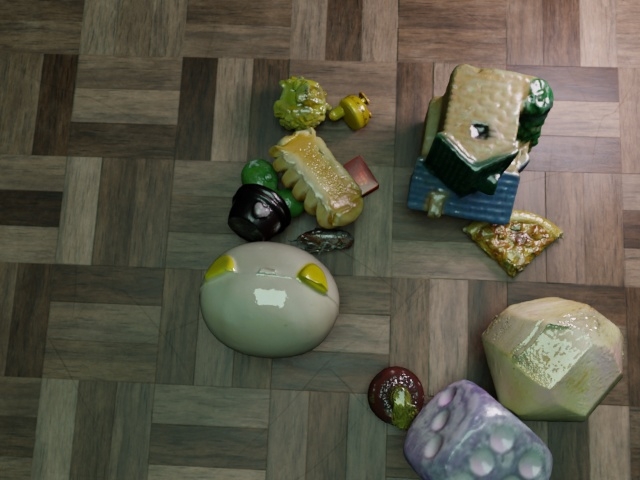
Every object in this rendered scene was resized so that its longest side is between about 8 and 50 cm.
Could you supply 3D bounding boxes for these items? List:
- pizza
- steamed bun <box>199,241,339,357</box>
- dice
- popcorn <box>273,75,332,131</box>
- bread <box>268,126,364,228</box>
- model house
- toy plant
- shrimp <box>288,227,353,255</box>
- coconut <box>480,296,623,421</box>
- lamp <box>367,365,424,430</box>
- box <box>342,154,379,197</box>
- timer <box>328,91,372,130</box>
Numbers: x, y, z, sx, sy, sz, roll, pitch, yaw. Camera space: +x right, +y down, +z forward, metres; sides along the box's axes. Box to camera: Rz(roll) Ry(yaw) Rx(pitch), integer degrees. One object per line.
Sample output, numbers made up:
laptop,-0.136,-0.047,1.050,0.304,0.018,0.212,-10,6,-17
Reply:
pizza,0.552,0.007,1.920,0.292,0.058,0.197,6,81,3
steamed bun,-0.135,0.158,1.787,0.374,0.334,0.334,4,80,0
dice,0.393,0.541,1.697,0.270,0.271,0.270,43,86,-9
popcorn,-0.059,-0.409,1.988,0.173,0.142,0.173,2,95,23
bread,-0.012,-0.165,1.884,0.173,0.121,0.311,-28,76,-31
model house,0.425,-0.226,1.801,0.334,0.382,0.343,12,76,6
toy plant,-0.163,-0.112,1.928,0.218,0.175,0.235,33,55,1
shrimp,0.000,-0.001,1.942,0.190,0.075,0.073,-3,112,-5
coconut,0.590,0.311,1.740,0.352,0.352,0.353,0,80,2
lamp,0.207,0.423,1.822,0.157,0.135,0.156,26,82,9
box,0.071,-0.161,1.974,0.175,0.048,0.112,-32,81,-3
timer,0.090,-0.374,1.981,0.109,0.107,0.107,-33,80,-13
